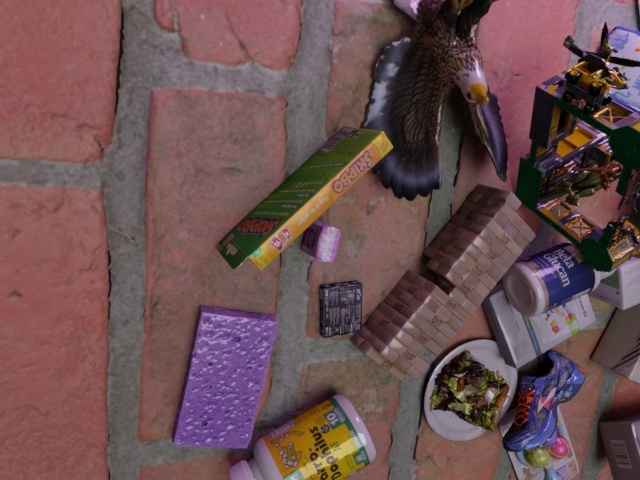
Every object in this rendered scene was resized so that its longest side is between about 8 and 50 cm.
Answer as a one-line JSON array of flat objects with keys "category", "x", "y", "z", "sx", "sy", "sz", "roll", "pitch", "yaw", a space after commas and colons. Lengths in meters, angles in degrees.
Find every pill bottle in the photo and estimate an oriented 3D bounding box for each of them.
[{"category": "pill bottle", "x": 0.399, "y": 0.056, "z": 0.939, "sx": 0.170, "sy": 0.094, "sz": 0.094, "roll": -20, "pitch": 110, "yaw": -15}, {"category": "pill bottle", "x": -0.030, "y": 0.335, "z": 0.866, "sx": 0.209, "sy": 0.117, "sz": 0.117, "roll": -26, "pitch": 111, "yaw": -13}]

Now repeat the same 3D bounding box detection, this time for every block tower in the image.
[{"category": "block tower", "x": 0.201, "y": 0.070, "z": 0.907, "sx": 0.097, "sy": 0.091, "sz": 0.335, "roll": 40, "pitch": 87, "yaw": -26}]

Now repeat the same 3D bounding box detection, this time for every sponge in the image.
[{"category": "sponge", "x": -0.142, "y": 0.206, "z": 0.838, "sx": 0.117, "sy": 0.031, "sz": 0.209, "roll": 10, "pitch": 100, "yaw": -23}]

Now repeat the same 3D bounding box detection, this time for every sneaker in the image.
[{"category": "sneaker", "x": 0.395, "y": 0.294, "z": 1.043, "sx": 0.087, "sy": 0.083, "sz": 0.221, "roll": 44, "pitch": 66, "yaw": -3}]

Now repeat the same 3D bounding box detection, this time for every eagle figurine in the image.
[{"category": "eagle figurine", "x": 0.188, "y": -0.223, "z": 0.802, "sx": 0.227, "sy": 0.225, "sz": 0.298, "roll": 18, "pitch": 135, "yaw": 14}]

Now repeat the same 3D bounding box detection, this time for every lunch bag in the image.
[{"category": "lunch bag", "x": 0.530, "y": -0.271, "z": 0.951, "sx": 0.151, "sy": 0.096, "sz": 0.128, "roll": 29, "pitch": 91, "yaw": 4}]

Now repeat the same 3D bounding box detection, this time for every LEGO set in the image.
[{"category": "LEGO set", "x": 0.444, "y": -0.135, "z": 0.843, "sx": 0.192, "sy": 0.255, "sz": 0.331, "roll": -30, "pitch": 133, "yaw": -12}]

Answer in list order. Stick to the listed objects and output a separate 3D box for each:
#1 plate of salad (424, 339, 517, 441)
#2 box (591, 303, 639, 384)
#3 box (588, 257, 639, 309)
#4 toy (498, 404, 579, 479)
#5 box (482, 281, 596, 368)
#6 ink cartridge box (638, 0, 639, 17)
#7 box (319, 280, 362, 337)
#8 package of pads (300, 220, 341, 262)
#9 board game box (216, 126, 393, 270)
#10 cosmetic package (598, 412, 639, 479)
[{"category": "plate of salad", "x": 0.277, "y": 0.274, "z": 1.011, "sx": 0.200, "sy": 0.048, "sz": 0.199, "roll": -5, "pitch": 106, "yaw": -20}, {"category": "box", "x": 0.655, "y": 0.145, "z": 1.101, "sx": 0.113, "sy": 0.094, "sz": 0.275, "roll": 23, "pitch": 93, "yaw": -26}, {"category": "box", "x": 0.550, "y": 0.058, "z": 1.034, "sx": 0.102, "sy": 0.101, "sz": 0.087, "roll": -20, "pitch": 110, "yaw": -14}, {"category": "toy", "x": 0.446, "y": 0.416, "z": 1.108, "sx": 0.137, "sy": 0.056, "sz": 0.237, "roll": -28, "pitch": 112, "yaw": -14}, {"category": "box", "x": 0.390, "y": 0.121, "z": 1.010, "sx": 0.186, "sy": 0.038, "sz": 0.145, "roll": -26, "pitch": 100, "yaw": -15}, {"category": "ink cartridge box", "x": 0.728, "y": -0.429, "z": 0.973, "sx": 0.354, "sy": 0.119, "sz": 0.207, "roll": -26, "pitch": 111, "yaw": -14}, {"category": "box", "x": 0.032, "y": 0.108, "z": 0.888, "sx": 0.067, "sy": 0.018, "sz": 0.083, "roll": -6, "pitch": 105, "yaw": -20}, {"category": "package of pads", "x": 0.000, "y": 0.000, "z": 0.813, "sx": 0.032, "sy": 0.083, "sz": 0.050, "roll": 14, "pitch": 94, "yaw": -19}, {"category": "board game box", "x": -0.028, "y": -0.057, "z": 0.765, "sx": 0.259, "sy": 0.124, "sz": 0.039, "roll": -41, "pitch": 114, "yaw": -8}, {"category": "cosmetic package", "x": 0.712, "y": 0.418, "z": 1.168, "sx": 0.238, "sy": 0.107, "sz": 0.127, "roll": -6, "pitch": 75, "yaw": -18}]
